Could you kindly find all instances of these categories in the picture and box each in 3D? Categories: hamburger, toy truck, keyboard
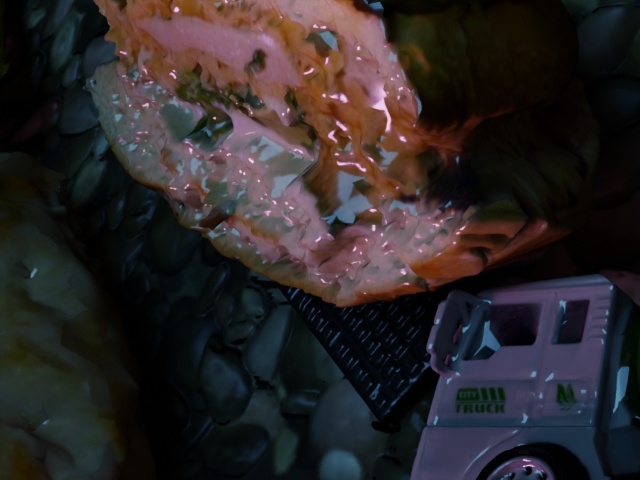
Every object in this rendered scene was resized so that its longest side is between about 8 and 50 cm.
[{"bbox_3d":[0.017,-0.059,0.632,0.283,0.157,0.144,30,121,51],"label":"hamburger"},{"bbox_3d":[0.148,0.060,0.483,0.242,0.101,0.125,-6,59,39],"label":"toy truck"},{"bbox_3d":[0.000,0.000,0.718,0.061,0.013,0.204,-50,43,10],"label":"keyboard"}]

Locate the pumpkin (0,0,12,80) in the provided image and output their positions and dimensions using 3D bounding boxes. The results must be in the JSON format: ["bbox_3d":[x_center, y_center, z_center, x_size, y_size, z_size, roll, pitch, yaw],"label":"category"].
[{"bbox_3d":[-0.296,-0.162,0.938,0.139,0.190,0.280,-40,32,15],"label":"pumpkin"}]

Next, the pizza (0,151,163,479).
[{"bbox_3d":[-0.202,0.108,0.652,0.392,0.435,0.080,37,136,30],"label":"pizza"}]
